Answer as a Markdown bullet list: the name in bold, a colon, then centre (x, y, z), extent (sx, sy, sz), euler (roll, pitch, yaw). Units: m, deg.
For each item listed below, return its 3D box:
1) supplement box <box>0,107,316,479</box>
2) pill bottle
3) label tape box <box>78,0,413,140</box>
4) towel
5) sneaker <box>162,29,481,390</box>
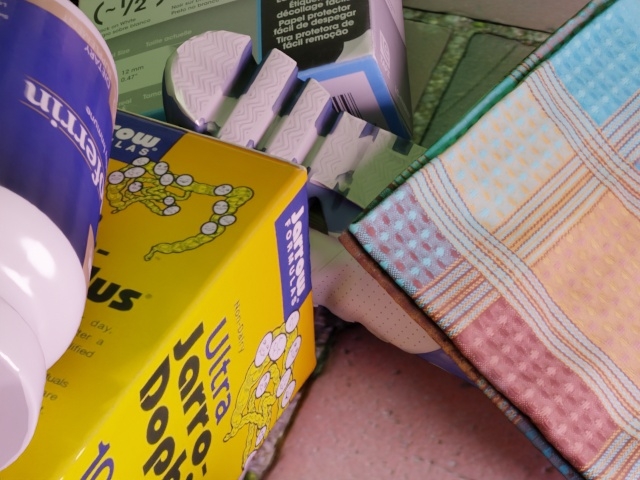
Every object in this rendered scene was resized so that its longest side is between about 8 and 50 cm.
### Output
- **supplement box**: centre (-0.168, 0.103, 0.897), extent (0.195, 0.194, 0.356), euler (18, 47, 20)
- **pill bottle**: centre (-0.193, -0.012, 0.767), extent (0.153, 0.153, 0.265), euler (-1, 43, 1)
- **label tape box**: centre (-0.066, -0.214, 1.200), extent (0.249, 0.115, 0.348), euler (-13, 55, 15)
- **towel**: centre (0.213, -0.011, 1.032), extent (0.271, 0.040, 0.370), euler (45, 52, 4)
- **sneaker**: centre (-0.001, -0.001, 1.059), extent (0.315, 0.182, 0.127), euler (36, 51, -3)
